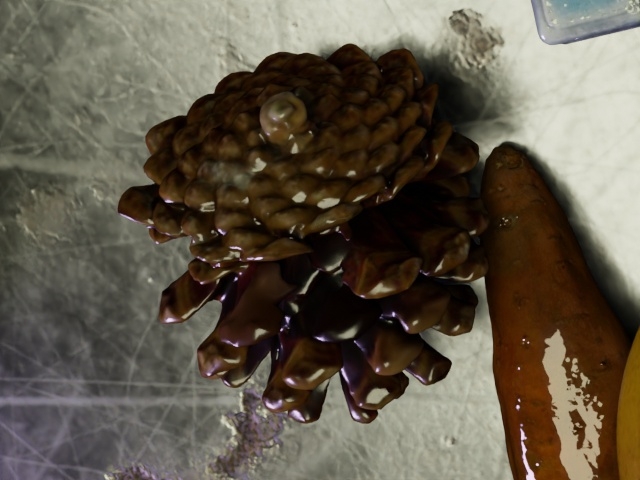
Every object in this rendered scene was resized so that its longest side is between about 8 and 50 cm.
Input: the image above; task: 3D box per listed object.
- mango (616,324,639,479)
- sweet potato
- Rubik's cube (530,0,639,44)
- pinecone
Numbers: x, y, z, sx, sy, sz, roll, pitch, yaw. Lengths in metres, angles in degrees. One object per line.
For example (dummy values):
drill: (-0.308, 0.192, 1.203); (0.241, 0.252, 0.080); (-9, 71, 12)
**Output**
mango: (0.324, 0.168, 1.034); (0.264, 0.221, 0.378); (-16, 80, -19)
sweet potato: (0.176, 0.109, 1.133); (0.112, 0.112, 0.359); (-6, 94, 18)
Rubik's cube: (0.254, -0.268, 0.945); (0.253, 0.259, 0.256); (-10, 94, 30)
pinecone: (-0.004, 0.008, 1.102); (0.264, 0.264, 0.264); (3, 101, 16)
